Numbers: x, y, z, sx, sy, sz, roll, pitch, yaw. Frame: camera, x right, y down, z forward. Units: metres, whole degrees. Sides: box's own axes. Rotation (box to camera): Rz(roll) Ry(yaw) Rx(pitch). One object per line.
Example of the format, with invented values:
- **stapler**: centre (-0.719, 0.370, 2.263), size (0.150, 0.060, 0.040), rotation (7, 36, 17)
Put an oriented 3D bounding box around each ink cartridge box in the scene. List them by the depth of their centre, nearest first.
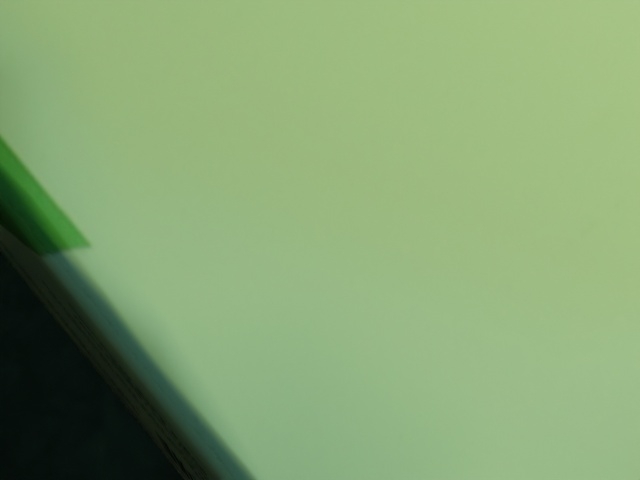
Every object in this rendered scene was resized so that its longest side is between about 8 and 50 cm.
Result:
- **ink cartridge box**: centre (0.000, 0.000, 0.452), size (0.117, 0.278, 0.201), rotation (-39, 78, -8)
